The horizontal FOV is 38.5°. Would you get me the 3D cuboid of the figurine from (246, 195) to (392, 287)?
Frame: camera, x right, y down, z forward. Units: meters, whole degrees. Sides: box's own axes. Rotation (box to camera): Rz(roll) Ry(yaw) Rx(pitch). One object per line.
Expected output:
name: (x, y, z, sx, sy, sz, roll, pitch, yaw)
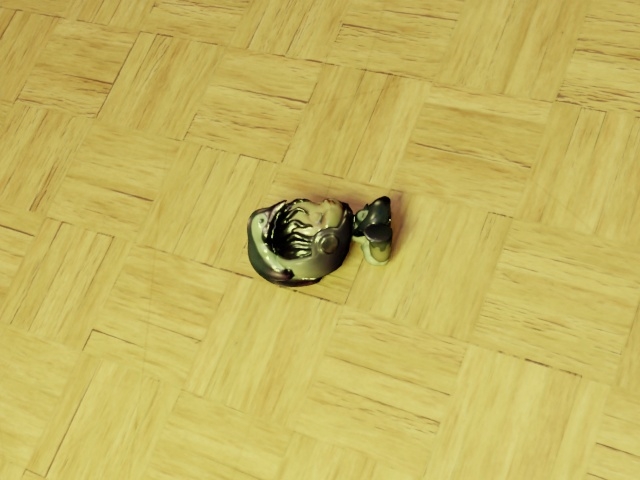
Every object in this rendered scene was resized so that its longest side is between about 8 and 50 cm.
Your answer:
figurine: (0.000, 0.000, 1.373, 0.222, 0.145, 0.145, -3, 65, 7)
